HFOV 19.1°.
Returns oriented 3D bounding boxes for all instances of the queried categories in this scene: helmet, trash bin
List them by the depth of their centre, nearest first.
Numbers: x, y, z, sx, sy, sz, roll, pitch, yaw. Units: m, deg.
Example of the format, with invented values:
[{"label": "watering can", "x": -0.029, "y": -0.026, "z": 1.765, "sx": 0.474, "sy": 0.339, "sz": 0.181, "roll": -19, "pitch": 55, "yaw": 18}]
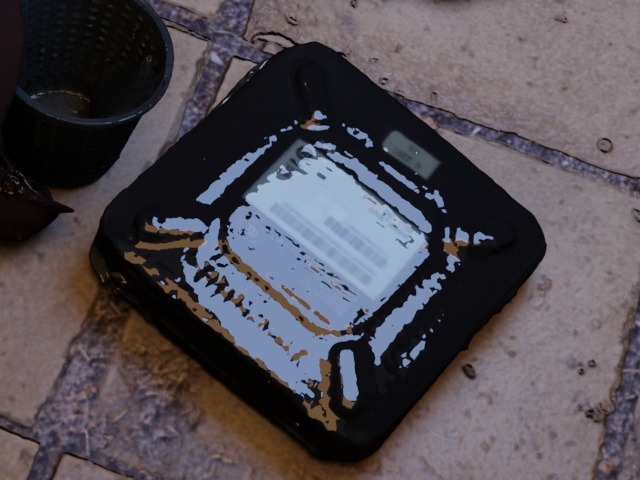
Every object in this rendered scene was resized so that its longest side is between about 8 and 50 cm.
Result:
[{"label": "helmet", "x": -0.303, "y": -0.038, "z": 1.809, "sx": 0.123, "sy": 0.098, "sz": 0.070, "roll": 37, "pitch": 89, "yaw": 9}, {"label": "trash bin", "x": -0.239, "y": -0.142, "z": 1.836, "sx": 0.175, "sy": 0.161, "sz": 0.175, "roll": 7, "pitch": 59, "yaw": -13}]

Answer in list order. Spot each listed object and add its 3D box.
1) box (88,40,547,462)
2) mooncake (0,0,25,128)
[{"label": "box", "x": 0.000, "y": 0.000, "z": 1.850, "sx": 0.359, "sy": 0.091, "sz": 0.350, "roll": 39, "pitch": 61, "yaw": 8}, {"label": "mooncake", "x": -0.432, "y": -0.156, "z": 1.720, "sx": 0.334, "sy": 0.174, "sz": 0.326, "roll": 20, "pitch": 95, "yaw": 33}]
